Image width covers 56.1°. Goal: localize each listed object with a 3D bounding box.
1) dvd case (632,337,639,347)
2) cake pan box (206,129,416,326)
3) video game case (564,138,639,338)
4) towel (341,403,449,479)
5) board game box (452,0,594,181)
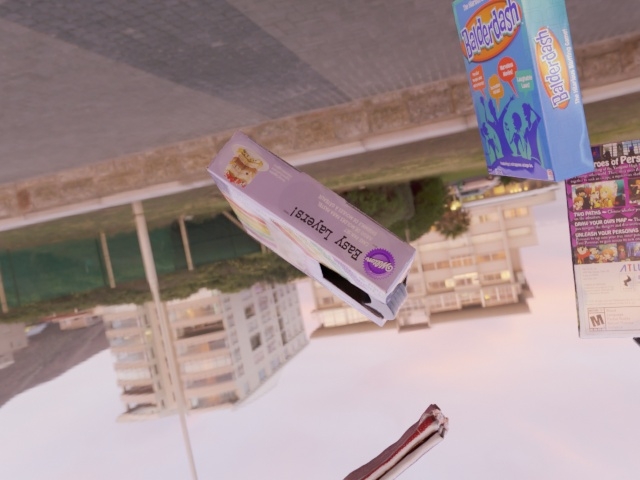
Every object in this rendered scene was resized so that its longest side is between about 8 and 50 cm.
[{"bbox_3d":[0.554,0.114,0.751,0.238,0.179,0.029,-44,157,11],"label":"dvd case"},{"bbox_3d":[0.000,0.000,0.771,0.070,0.266,0.246,-53,168,-9],"label":"cake pan box"},{"bbox_3d":[0.383,-0.006,0.624,0.232,0.210,0.042,-6,178,23],"label":"video game case"},{"bbox_3d":[0.073,0.310,0.810,0.237,0.037,0.329,-40,162,0],"label":"towel"},{"bbox_3d":[0.212,-0.174,0.648,0.047,0.210,0.160,-16,-169,-6],"label":"board game box"}]
